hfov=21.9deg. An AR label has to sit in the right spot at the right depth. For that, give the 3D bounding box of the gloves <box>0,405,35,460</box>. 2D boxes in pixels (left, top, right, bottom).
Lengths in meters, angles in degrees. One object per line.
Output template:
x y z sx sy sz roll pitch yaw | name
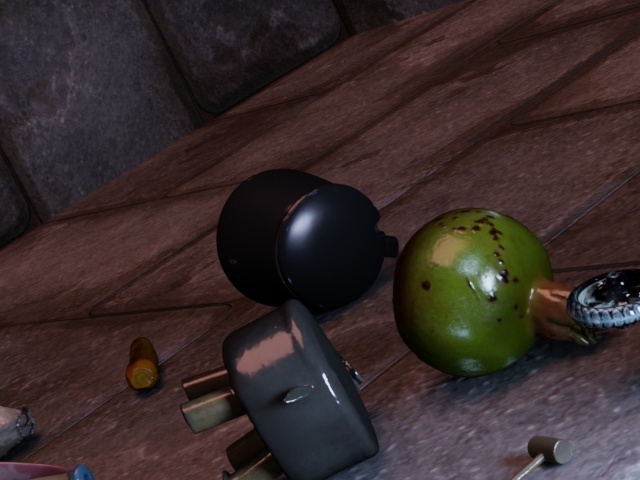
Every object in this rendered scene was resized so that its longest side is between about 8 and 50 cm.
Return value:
-0.421 0.243 2.010 0.153 0.070 0.114 -23 3 -17 | gloves

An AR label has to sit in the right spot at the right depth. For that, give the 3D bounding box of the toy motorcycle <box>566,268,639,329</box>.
0.351 0.012 1.332 0.315 0.113 0.169 -24 21 -29 | toy motorcycle

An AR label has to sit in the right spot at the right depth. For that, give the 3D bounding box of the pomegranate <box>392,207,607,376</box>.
0.158 0.050 1.497 0.205 0.159 0.159 15 35 30 | pomegranate

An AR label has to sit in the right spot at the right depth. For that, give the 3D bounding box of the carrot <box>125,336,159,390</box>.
-0.221 0.151 2.043 0.042 0.042 0.170 -27 12 -2 | carrot

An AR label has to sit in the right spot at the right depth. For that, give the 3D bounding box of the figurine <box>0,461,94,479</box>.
-0.329 0.297 1.603 0.260 0.103 0.205 -19 51 22 | figurine

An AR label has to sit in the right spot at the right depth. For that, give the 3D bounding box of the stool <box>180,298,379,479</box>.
-0.030 0.155 1.471 0.139 0.153 0.228 -29 -30 4 | stool

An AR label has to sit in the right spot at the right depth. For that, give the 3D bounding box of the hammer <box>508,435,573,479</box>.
0.143 0.186 1.252 0.110 0.019 0.035 -38 16 -23 | hammer

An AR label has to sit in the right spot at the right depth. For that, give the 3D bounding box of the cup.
0.000 0.000 1.985 0.223 0.169 0.176 2 2 -30 | cup
